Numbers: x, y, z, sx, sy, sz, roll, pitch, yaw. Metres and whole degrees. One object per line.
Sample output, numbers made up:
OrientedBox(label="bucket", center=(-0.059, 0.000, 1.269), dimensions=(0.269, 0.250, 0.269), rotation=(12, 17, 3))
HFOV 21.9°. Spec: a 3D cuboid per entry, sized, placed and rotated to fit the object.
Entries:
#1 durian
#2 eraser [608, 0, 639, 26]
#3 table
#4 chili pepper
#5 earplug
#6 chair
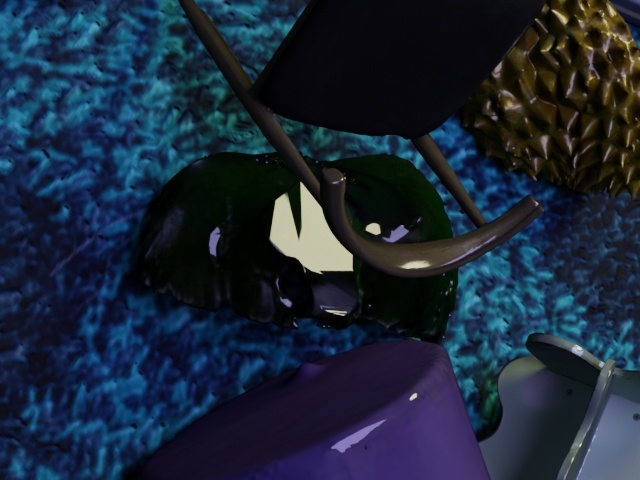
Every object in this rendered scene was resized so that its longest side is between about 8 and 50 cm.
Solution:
OrientedBox(label="durian", center=(0.196, -0.129, 1.343), dimensions=(0.132, 0.165, 0.182), rotation=(-19, 118, -67))
OrientedBox(label="eraser", center=(0.306, -0.231, 1.482), dimensions=(0.225, 0.036, 0.082), rotation=(16, 71, -32))
OrientedBox(label="table", center=(0.182, 0.196, 1.238), dimensions=(0.166, 0.166, 0.198), rotation=(35, 70, -25))
OrientedBox(label="chili pepper", center=(0.002, -0.002, 1.164), dimensions=(0.265, 0.116, 0.148), rotation=(4, 75, -36))
OrientedBox(label="earplug", center=(0.064, 0.308, 1.098), dimensions=(0.215, 0.215, 0.455), rotation=(-29, 101, -36))
OrientedBox(label="chair", center=(0.045, -0.128, 1.116), dimensions=(0.188, 0.166, 0.272), rotation=(6, 45, -39))
